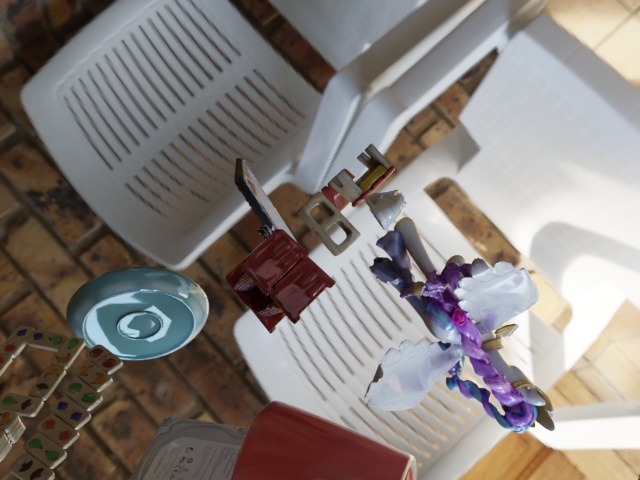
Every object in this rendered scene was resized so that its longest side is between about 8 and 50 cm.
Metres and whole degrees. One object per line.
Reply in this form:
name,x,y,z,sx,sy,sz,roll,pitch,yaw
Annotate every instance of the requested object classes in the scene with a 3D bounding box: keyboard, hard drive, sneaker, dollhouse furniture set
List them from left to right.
hard drive,-0.204,0.474,1.504,0.339,0.236,0.064,5,128,18
keyboard,-0.109,-0.024,1.714,0.317,0.033,0.201,57,-169,-33
dollhouse furniture set,0.000,0.000,1.526,0.152,0.374,0.201,47,161,-3
sneaker,0.114,-0.058,1.278,0.053,0.061,0.152,53,-175,-12

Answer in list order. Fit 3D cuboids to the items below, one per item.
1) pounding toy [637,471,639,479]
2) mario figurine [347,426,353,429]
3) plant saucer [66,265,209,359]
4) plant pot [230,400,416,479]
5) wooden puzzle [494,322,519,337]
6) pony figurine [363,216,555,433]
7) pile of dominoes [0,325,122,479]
pounding toy,0.464,0.360,1.053,0.269,0.155,0.154,91,171,-64
mario figurine,-0.017,0.495,1.685,0.321,0.170,0.198,37,-163,-12
plant saucer,-0.412,0.181,1.723,0.317,0.318,0.043,70,-176,-47
plant pot,0.013,0.412,1.193,0.243,0.274,0.275,8,146,17
wooden puzzle,0.390,0.204,1.648,0.014,0.079,0.116,66,155,24
pony figurine,0.216,0.130,1.214,0.351,0.303,0.363,32,-159,-44
pile of dominoes,-0.398,0.207,1.021,0.196,0.251,0.040,8,130,14
